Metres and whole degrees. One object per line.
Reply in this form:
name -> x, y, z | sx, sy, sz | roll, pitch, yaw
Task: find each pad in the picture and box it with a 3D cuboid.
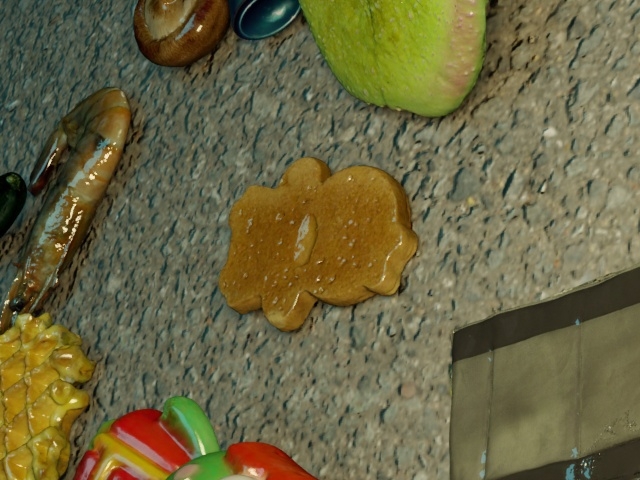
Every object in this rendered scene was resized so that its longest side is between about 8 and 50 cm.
pad -> 0.183, 0.111, 1.347 | 0.233, 0.022, 0.174 | -22, 54, 40

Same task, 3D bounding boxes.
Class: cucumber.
cucumber -> -0.391, -0.007, 2.000 | 0.284, 0.056, 0.056 | -35, 45, 48

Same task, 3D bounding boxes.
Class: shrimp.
shrimp -> -0.290, -0.035, 1.937 | 0.169, 0.058, 0.296 | 20, 82, 61

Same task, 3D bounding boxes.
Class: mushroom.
mushroom -> -0.147, -0.236, 1.858 | 0.127, 0.087, 0.127 | -26, 48, 33

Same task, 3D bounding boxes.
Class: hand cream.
hand cream -> -0.059, -0.317, 1.840 | 0.120, 0.061, 0.271 | -39, 36, 30

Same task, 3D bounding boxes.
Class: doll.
doll -> -0.061, 0.256, 1.426 | 0.363, 0.160, 0.183 | 26, 90, 49

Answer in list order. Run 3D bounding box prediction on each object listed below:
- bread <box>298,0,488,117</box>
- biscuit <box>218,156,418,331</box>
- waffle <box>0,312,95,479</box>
bread -> 0.046, -0.245, 1.549 | 0.301, 0.045, 0.301 | 40, 140, 45
biscuit -> 0.000, 0.000, 1.602 | 0.225, 0.036, 0.166 | -12, 61, 41
waffle -> -0.306, 0.191, 1.815 | 0.219, 0.057, 0.229 | -38, 46, 28
